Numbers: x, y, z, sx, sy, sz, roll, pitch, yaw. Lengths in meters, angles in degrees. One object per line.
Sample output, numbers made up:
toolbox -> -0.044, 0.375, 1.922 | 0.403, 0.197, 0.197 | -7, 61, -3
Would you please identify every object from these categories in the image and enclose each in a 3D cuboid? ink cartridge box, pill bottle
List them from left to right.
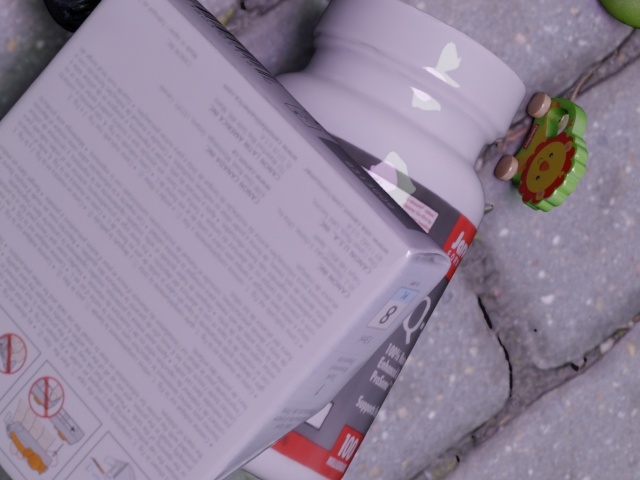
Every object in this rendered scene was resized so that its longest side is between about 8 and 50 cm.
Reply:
ink cartridge box -> -0.142, 0.047, 1.384 | 0.385, 0.308, 0.091 | -49, 159, 12
pill bottle -> 0.000, 0.000, 1.497 | 0.210, 0.210, 0.363 | 32, 85, -27

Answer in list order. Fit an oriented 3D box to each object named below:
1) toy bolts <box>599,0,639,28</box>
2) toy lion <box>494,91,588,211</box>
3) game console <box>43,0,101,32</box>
toy bolts -> 0.363, -0.279, 1.617 | 0.218, 0.158, 0.228 | 30, 78, 15
toy lion -> 0.197, -0.073, 1.646 | 0.034, 0.096, 0.100 | 29, 85, -28
game console -> -0.067, -0.291, 1.460 | 0.361, 0.044, 0.213 | -32, 110, -18
